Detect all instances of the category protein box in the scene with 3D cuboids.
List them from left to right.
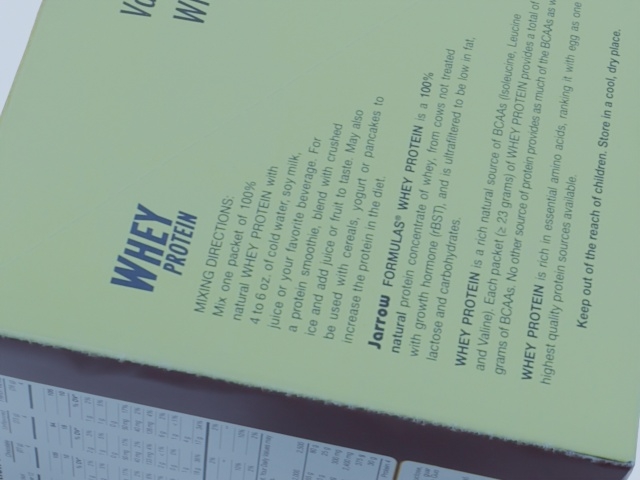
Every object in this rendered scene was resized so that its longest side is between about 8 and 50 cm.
[{"bbox_3d":[0.000,0.000,0.597,0.201,0.136,0.200,11,-125,1],"label":"protein box"}]
